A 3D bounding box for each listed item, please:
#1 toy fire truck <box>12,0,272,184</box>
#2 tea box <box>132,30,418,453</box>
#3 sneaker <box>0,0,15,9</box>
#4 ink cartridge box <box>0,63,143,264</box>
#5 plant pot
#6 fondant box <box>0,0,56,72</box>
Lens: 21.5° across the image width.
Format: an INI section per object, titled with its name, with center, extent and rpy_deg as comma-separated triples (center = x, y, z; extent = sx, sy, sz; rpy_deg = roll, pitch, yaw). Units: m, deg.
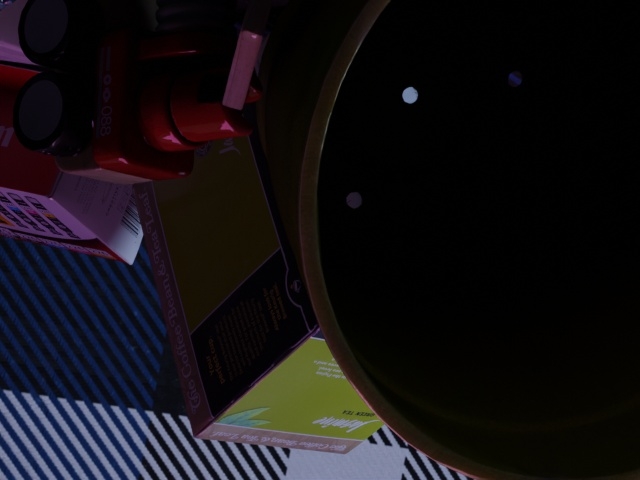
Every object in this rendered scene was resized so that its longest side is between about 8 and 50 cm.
[toy fire truck]
center = -0.090, -0.158, 1.129
extent = 0.246, 0.217, 0.158
rpy_deg = -4, 170, 36
[tea box]
center = 0.000, 0.000, 1.757
extent = 0.220, 0.329, 0.323
rpy_deg = 12, 139, -39
[sneaker]
center = -0.264, -0.222, 1.378
extent = 0.262, 0.125, 0.104
rpy_deg = 10, 179, 18
[ink cartridge box]
center = -0.387, -0.103, 1.977
extent = 0.309, 0.130, 0.272
rpy_deg = 11, 162, 26
[plant pot]
center = 0.115, -0.068, 1.109
extent = 0.366, 0.366, 0.353
rpy_deg = 11, -170, -19
[fondant box]
center = -0.392, -0.253, 1.866
extent = 0.330, 0.096, 0.238
rpy_deg = 9, 178, 34
